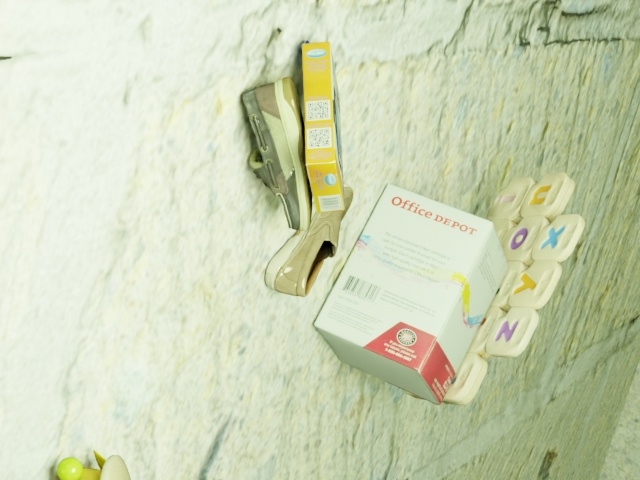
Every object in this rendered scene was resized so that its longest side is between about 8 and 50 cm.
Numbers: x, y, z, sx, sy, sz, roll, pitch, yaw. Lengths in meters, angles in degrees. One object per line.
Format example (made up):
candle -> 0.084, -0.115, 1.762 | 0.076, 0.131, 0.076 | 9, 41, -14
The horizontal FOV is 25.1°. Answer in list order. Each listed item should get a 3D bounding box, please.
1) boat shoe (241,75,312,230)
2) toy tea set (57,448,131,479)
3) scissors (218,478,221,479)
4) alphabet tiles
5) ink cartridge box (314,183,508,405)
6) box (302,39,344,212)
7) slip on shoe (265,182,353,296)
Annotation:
boat shoe -> -0.035, -0.071, 1.205 | 0.056, 0.049, 0.152 | -90, 173, -51
toy tea set -> -0.204, 0.329, 1.166 | 0.200, 0.124, 0.336 | -87, 172, -46
scissors -> -0.164, 0.365, 1.347 | 0.109, 0.021, 0.297 | 10, 103, -64
alphabet tiles -> 0.187, 0.052, 1.593 | 0.284, 0.021, 0.278 | -62, -160, -14
ink cartridge box -> 0.099, 0.056, 1.504 | 0.176, 0.128, 0.127 | -61, 156, -13
box -> 0.003, -0.101, 1.207 | 0.081, 0.028, 0.136 | 77, 12, -61
slip on shoe -> 0.000, 0.000, 1.351 | 0.135, 0.041, 0.051 | -50, 151, -35
